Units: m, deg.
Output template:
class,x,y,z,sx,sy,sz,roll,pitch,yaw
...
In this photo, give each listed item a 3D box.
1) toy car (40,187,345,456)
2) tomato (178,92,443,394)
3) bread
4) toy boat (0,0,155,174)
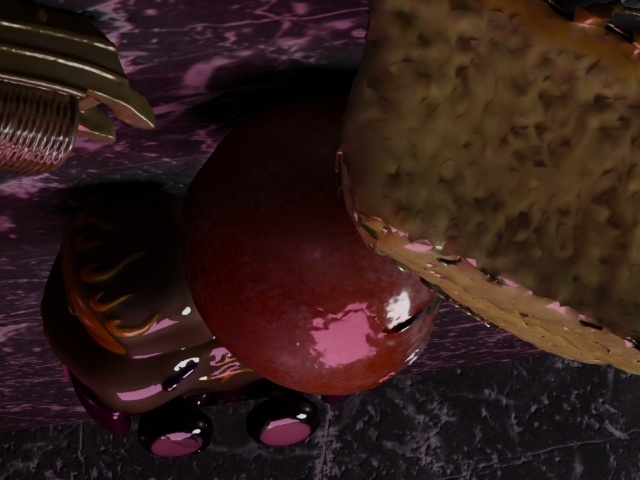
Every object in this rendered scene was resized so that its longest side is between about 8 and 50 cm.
class,x,y,z,sx,sy,sz,roll,pitch,yaw
toy car,-0.117,0.056,1.884,0.340,0.271,0.240,-8,148,-5
tomato,0.000,0.000,1.583,0.264,0.265,0.265,-6,168,-1
bread,0.191,-0.053,1.295,0.279,0.248,0.315,14,173,28
toy boat,-0.248,-0.108,1.257,0.089,0.115,0.310,-17,164,41
